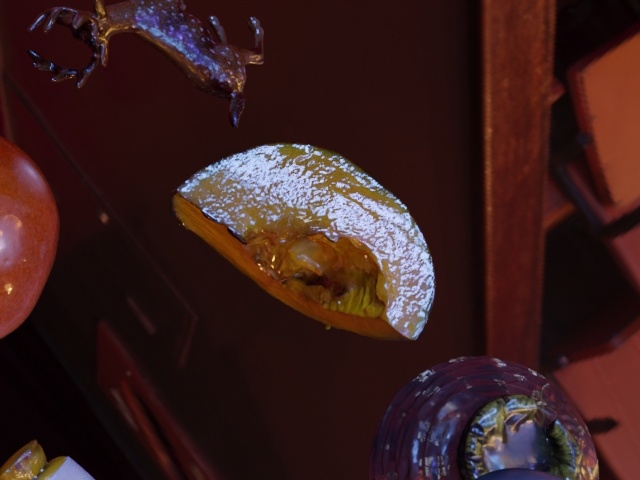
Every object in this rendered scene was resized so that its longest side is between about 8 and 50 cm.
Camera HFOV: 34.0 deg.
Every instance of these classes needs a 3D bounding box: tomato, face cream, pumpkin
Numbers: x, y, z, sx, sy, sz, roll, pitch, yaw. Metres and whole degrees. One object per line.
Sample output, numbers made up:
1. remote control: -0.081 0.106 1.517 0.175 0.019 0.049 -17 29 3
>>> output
1. tomato: -0.402 0.000 1.111 0.224 0.256 0.256 24 123 -32
2. face cream: -0.204 0.252 0.905 0.072 0.182 0.051 -42 -171 -12
3. pumpkin: 0.000 0.000 1.168 0.148 0.312 0.169 -53 168 -14

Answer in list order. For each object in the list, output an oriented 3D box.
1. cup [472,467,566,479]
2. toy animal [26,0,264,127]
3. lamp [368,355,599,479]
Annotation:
1. cup: 0.116 0.308 0.762 0.289 0.219 0.258 16 117 -48
2. toy animal: -0.178 -0.231 1.175 0.087 0.243 0.260 -55 -168 39
3. lamp: 0.168 0.231 1.061 0.247 0.247 0.247 -38 168 -10
